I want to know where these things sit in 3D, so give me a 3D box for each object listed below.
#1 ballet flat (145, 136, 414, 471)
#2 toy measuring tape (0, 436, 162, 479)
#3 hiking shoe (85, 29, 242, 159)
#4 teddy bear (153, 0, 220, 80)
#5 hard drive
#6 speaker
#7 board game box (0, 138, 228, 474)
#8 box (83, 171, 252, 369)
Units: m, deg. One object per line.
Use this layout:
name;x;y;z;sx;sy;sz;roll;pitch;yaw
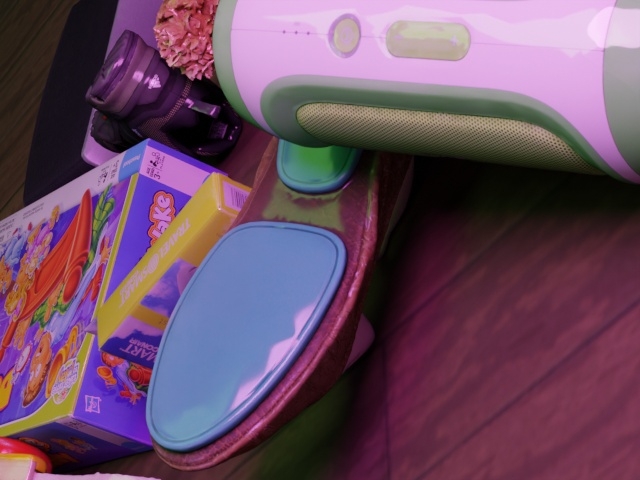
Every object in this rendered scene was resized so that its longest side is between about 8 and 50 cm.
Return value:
ballet flat;0.000;0.000;1.185;0.116;0.124;0.342;7;68;32
toy measuring tape;-0.203;0.211;1.445;0.330;0.121;0.121;-3;63;35
hiking shoe;-0.123;-0.096;1.535;0.086;0.114;0.227;-59;-3;-4
teddy bear;-0.018;-0.224;1.405;0.338;0.113;0.245;-22;36;56
hard drive;-0.209;-0.146;1.781;0.172;0.054;0.254;-30;43;50
speaker;0.082;-0.102;1.018;0.297;0.131;0.131;9;75;42
board game box;-0.218;0.074;1.583;0.347;0.078;0.233;-22;49;55
box;-0.075;0.039;1.305;0.178;0.109;0.042;-48;33;33
